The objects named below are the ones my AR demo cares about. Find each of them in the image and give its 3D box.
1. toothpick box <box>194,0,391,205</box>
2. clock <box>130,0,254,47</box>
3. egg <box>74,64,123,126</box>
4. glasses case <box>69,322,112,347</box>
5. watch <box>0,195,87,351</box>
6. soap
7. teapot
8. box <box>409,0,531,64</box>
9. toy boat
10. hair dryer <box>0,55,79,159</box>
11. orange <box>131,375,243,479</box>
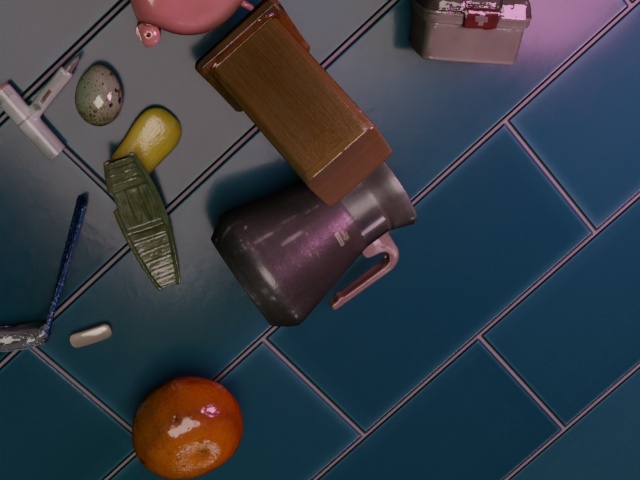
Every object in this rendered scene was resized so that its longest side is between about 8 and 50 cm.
[{"bbox_3d":[-0.037,-0.230,1.570,0.187,0.190,0.308,-40,67,3],"label":"toothpick box"},{"bbox_3d":[-0.230,-0.471,1.566,0.241,0.142,0.227,-18,110,-8],"label":"clock"},{"bbox_3d":[-0.401,-0.262,1.628,0.085,0.085,0.110,-6,101,-9],"label":"egg"},{"bbox_3d":[-0.457,0.189,1.794,0.083,0.021,0.032,-18,111,-4],"label":"glasses case"},{"bbox_3d":[-0.559,0.070,1.723,0.276,0.068,0.274,-10,104,-7],"label":"watch"},{"bbox_3d":[-0.334,-0.173,1.694,0.089,0.033,0.168,41,97,-20],"label":"soap"},{"bbox_3d":[0.000,0.000,1.711,0.344,0.253,0.300,-34,126,-3],"label":"teapot"},{"bbox_3d":[0.273,-0.406,1.676,0.210,0.148,0.129,1,119,-11],"label":"box"},{"bbox_3d":[-0.336,-0.039,1.710,0.093,0.055,0.293,-19,121,-6],"label":"toy boat"},{"bbox_3d":[-0.474,-0.253,1.621,0.183,0.044,0.155,-33,111,15],"label":"hair dryer"},{"bbox_3d":[-0.267,0.374,1.812,0.224,0.170,0.224,-12,129,-15],"label":"orange"}]
